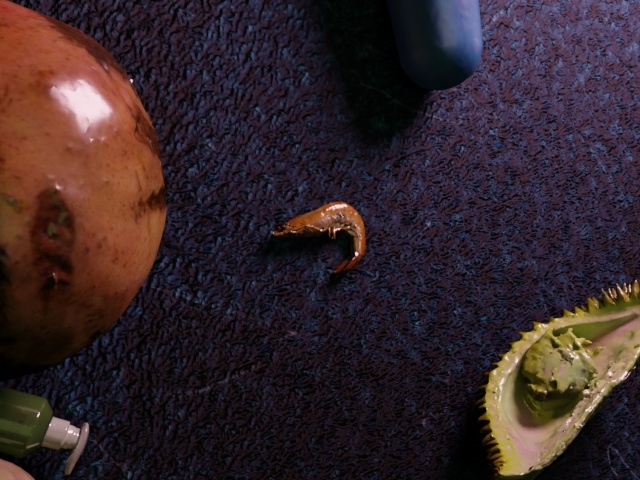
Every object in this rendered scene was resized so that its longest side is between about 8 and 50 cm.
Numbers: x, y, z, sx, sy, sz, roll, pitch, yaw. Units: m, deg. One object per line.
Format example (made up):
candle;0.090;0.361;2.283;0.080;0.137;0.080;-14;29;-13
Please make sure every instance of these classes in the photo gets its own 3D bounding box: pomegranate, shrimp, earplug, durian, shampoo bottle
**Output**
pomegranate;-0.285;-0.041;0.496;0.322;0.322;0.322;2;85;-19
shrimp;0.000;0.000;0.723;0.127;0.025;0.091;-8;90;-23
earplug;0.138;-0.328;0.749;0.132;0.132;0.272;-11;93;-20
durian;0.329;0.185;0.748;0.355;0.169;0.157;-40;97;-17
shampoo bottle;-0.330;0.171;0.572;0.205;0.065;0.065;22;79;-17

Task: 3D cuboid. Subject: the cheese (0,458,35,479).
cheese;-0.330;0.304;0.528;0.235;0.117;0.218;25;80;-15
